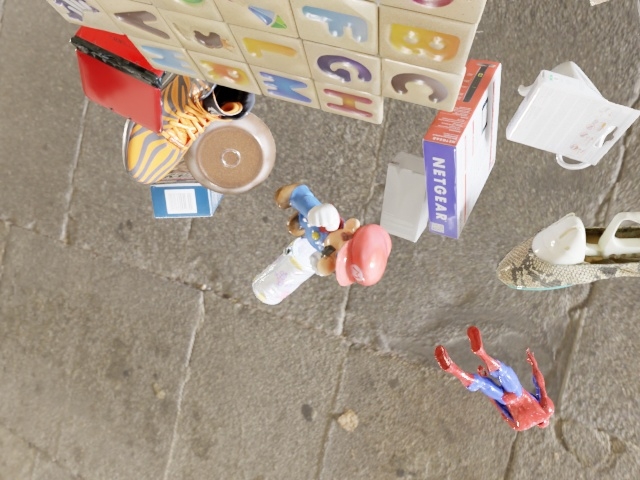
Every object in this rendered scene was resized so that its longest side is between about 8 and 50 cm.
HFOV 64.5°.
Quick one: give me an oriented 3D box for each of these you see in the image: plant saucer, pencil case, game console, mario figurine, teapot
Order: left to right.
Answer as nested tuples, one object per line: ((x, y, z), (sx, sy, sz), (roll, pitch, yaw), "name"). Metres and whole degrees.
((-0.255, -0.240, 0.695), (0.144, 0.085, 0.124), (27, 78, 11), "game console")
((-0.193, -0.182, 1.086), (0.199, 0.198, 0.036), (-48, 28, 16), "plant saucer")
((-0.101, 0.095, 1.532), (0.273, 0.124, 0.114), (-42, 63, 46), "pencil case")
((0.000, 0.000, 1.028), (0.320, 0.198, 0.170), (38, 104, 48), "mario figurine")
((0.691, -0.357, 1.435), (0.252, 0.256, 0.187), (47, 124, -7), "teapot")

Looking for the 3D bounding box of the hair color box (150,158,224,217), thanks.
((-0.401, -0.176, 1.613), (0.173, 0.347, 0.105), (-1, 111, 0), "hair color box")

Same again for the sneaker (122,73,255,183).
((-0.239, -0.230, 0.928), (0.180, 0.124, 0.321), (34, 94, 45), "sneaker")

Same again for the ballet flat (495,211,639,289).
((0.655, 0.009, 1.166), (0.482, 0.182, 0.164), (-3, 47, 17), "ballet flat")

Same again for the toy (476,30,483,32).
((0.146, -0.323, 0.878), (0.237, 0.136, 0.056), (32, 133, 57), "toy")

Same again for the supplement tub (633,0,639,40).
((0.552, -0.310, 0.688), (0.207, 0.207, 0.338), (-2, 52, 26), "supplement tub")

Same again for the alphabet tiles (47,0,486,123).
((-0.069, -0.163, 0.335), (0.342, 0.285, 0.011), (16, 81, 9), "alphabet tiles")

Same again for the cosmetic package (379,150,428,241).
((0.258, -0.127, 1.494), (0.127, 0.107, 0.238), (22, 129, 20), "cosmetic package")

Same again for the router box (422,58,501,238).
((0.361, -0.224, 1.283), (0.082, 0.336, 0.301), (18, 59, 27), "router box")

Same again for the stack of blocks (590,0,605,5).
((0.343, -0.451, 0.603), (0.087, 0.297, 0.171), (-8, 41, 31), "stack of blocks")

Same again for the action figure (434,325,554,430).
((0.293, 0.214, 0.838), (0.091, 0.280, 0.139), (-36, 29, 22), "action figure")

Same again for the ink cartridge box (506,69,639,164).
((0.572, -0.278, 1.167), (0.224, 0.181, 0.056), (15, 57, 1), "ink cartridge box")
